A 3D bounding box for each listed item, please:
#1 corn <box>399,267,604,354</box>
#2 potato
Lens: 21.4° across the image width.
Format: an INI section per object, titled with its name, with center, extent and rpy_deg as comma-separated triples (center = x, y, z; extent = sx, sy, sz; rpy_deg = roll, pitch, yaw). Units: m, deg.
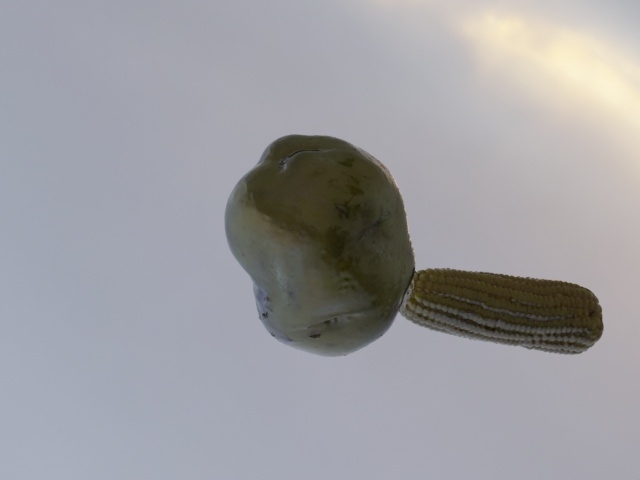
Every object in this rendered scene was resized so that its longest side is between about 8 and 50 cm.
[corn]
center = 0.192, 0.070, 1.789
extent = 0.231, 0.080, 0.080
rpy_deg = 11, -159, -17
[potato]
center = 0.004, 0.001, 1.461
extent = 0.154, 0.137, 0.200
rpy_deg = -68, -35, -47
